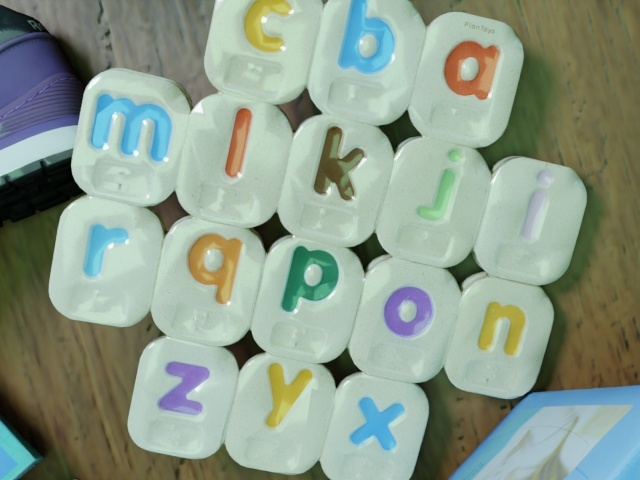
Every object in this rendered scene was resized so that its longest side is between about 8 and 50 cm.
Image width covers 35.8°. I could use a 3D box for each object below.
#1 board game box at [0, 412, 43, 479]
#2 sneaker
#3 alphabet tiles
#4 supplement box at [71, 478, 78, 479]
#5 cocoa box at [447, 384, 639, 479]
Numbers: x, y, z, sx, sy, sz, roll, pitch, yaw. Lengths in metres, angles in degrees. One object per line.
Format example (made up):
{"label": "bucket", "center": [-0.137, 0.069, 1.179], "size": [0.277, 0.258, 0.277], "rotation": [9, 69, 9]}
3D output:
{"label": "board game box", "center": [-0.302, 0.112, 0.604], "size": [0.160, 0.047, 0.210], "rotation": [-43, 89, -14]}
{"label": "sneaker", "center": [-0.273, -0.044, 0.564], "size": [0.283, 0.107, 0.124], "rotation": [-24, 82, -18]}
{"label": "alphabet tiles", "center": [0.000, 0.000, 0.556], "size": [0.284, 0.021, 0.278], "rotation": [11, 100, -7]}
{"label": "supplement box", "center": [-0.152, 0.276, 0.595], "size": [0.114, 0.111, 0.220], "rotation": [-30, 90, 11]}
{"label": "cocoa box", "center": [0.093, 0.261, 0.445], "size": [0.228, 0.231, 0.347], "rotation": [45, 79, 3]}
